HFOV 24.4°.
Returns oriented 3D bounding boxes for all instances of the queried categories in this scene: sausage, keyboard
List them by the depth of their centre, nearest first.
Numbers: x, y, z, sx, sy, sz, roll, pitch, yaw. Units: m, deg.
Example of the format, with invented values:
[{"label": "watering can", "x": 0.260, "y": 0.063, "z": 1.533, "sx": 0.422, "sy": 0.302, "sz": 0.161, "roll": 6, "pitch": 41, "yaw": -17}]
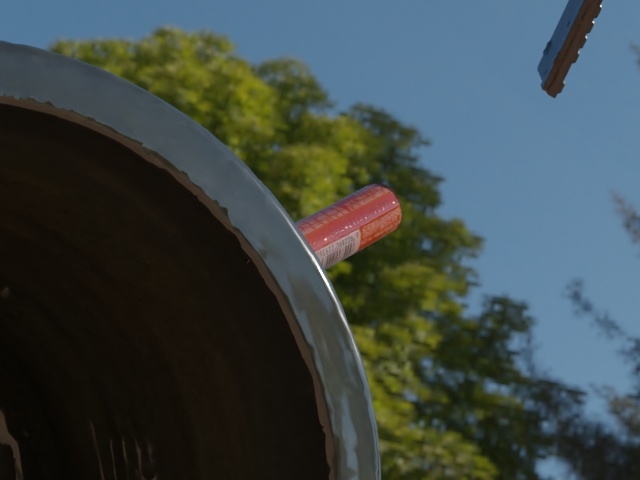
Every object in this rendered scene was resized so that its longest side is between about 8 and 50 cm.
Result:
[{"label": "sausage", "x": 0.000, "y": 0.000, "z": 0.875, "sx": 0.034, "sy": 0.129, "sz": 0.034, "roll": 16, "pitch": -62, "yaw": 33}, {"label": "keyboard", "x": 0.245, "y": -0.263, "z": 1.185, "sx": 0.018, "sy": 0.101, "sz": 0.310, "roll": 22, "pitch": -71, "yaw": -3}]

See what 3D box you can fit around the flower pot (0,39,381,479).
[{"label": "flower pot", "x": -0.117, "y": 0.071, "z": 0.414, "sx": 0.235, "sy": 0.235, "sz": 0.148, "roll": 28, "pitch": -19, "yaw": -25}]
